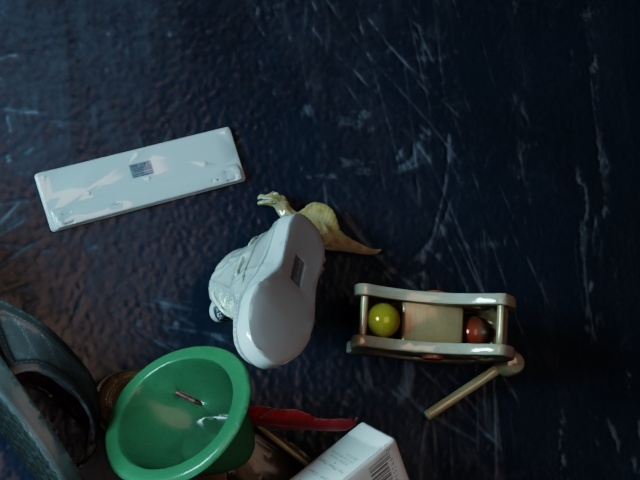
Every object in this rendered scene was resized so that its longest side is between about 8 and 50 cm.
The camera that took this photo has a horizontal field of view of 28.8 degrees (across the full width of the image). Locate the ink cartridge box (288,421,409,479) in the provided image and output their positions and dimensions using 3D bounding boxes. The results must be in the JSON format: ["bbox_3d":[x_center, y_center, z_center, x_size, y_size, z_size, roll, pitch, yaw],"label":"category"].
[{"bbox_3d":[0.015,0.400,1.429,0.261,0.066,0.296,-35,123,-27],"label":"ink cartridge box"}]

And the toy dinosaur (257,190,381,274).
[{"bbox_3d":[0.000,0.000,1.572,0.183,0.053,0.092,27,70,-17],"label":"toy dinosaur"}]

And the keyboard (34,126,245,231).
[{"bbox_3d":[-0.215,-0.077,1.516,0.256,0.014,0.072,-17,83,-26],"label":"keyboard"}]

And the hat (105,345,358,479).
[{"bbox_3d":[-0.104,0.233,1.385,0.183,0.209,0.173,52,42,-43],"label":"hat"}]

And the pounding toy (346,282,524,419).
[{"bbox_3d":[0.158,0.143,1.560,0.270,0.154,0.154,9,77,-22],"label":"pounding toy"}]

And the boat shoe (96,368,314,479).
[{"bbox_3d":[-0.116,0.231,1.451,0.307,0.104,0.110,27,72,-17],"label":"boat shoe"}]

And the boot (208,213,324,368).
[{"bbox_3d":[-0.076,0.075,1.435,0.095,0.123,0.258,50,30,-18],"label":"boot"}]

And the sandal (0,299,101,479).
[{"bbox_3d":[-0.327,0.119,1.342,0.107,0.167,0.445,-31,93,-21],"label":"sandal"}]
